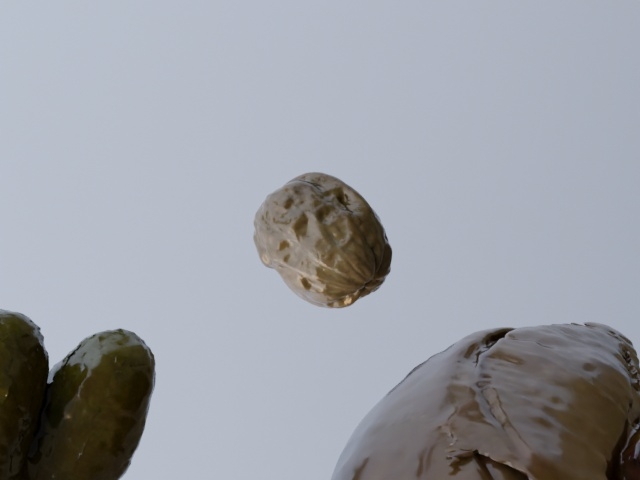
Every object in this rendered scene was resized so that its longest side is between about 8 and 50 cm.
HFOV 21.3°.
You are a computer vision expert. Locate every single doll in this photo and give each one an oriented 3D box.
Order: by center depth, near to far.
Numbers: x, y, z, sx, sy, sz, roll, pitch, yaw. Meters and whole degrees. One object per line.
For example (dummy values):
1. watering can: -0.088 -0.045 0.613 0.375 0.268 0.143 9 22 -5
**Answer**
1. doll: -0.112 0.126 0.562 0.137 0.097 0.210 3 -70 -55

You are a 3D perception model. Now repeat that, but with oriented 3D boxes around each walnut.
1. walnut: 0.064 0.103 0.579 0.245 0.137 0.137 -42 -34 -71
2. walnut: 0.000 0.000 1.103 0.079 0.096 0.082 -7 -47 -57
